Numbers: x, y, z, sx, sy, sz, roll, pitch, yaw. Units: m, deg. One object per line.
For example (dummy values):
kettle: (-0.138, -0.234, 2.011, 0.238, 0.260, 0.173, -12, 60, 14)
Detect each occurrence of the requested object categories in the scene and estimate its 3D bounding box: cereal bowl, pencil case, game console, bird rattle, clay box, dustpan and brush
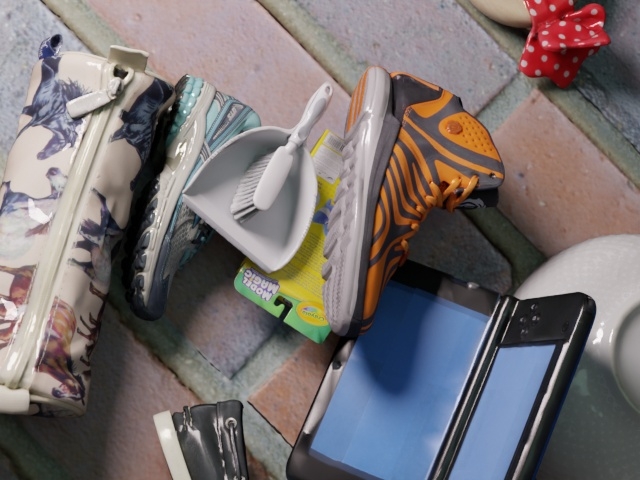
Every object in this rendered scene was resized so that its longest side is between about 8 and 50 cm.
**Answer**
cereal bowl: (0.374, 0.147, 1.840, 0.338, 0.141, 0.339, 4, 74, -13)
pencil case: (-0.275, -0.004, 1.679, 0.159, 0.183, 0.410, 15, 73, -2)
game console: (0.125, 0.164, 1.712, 0.173, 0.250, 0.293, 27, 75, -16)
bird rattle: (0.265, -0.324, 1.967, 0.206, 0.143, 0.254, 17, 85, 2)
clay box: (0.000, 0.000, 1.821, 0.127, 0.053, 0.222, 34, 70, -5)
dustpan and brush: (-0.044, -0.089, 1.762, 0.147, 0.060, 0.211, 41, 57, -23)

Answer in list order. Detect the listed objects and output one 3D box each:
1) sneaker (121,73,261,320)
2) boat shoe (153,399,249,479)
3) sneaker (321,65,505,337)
sneaker: (-0.135, -0.041, 1.769, 0.122, 0.110, 0.283, 19, 73, -15)
boat shoe: (-0.068, 0.324, 1.681, 0.113, 0.127, 0.340, -21, 72, -7)
sneaker: (0.109, -0.035, 1.766, 0.180, 0.124, 0.321, 15, 70, -11)
